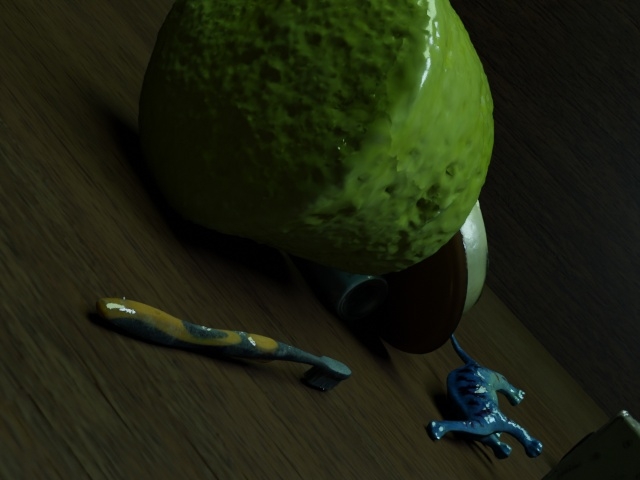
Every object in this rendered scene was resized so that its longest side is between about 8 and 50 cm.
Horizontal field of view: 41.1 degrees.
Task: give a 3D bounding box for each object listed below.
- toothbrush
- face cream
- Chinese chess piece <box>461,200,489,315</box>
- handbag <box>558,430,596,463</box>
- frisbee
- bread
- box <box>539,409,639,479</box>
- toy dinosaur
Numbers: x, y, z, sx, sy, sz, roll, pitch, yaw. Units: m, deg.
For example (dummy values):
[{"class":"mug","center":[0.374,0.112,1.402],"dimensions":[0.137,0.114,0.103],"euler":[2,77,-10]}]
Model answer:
[{"class":"toothbrush","center":[-0.058,0.084,0.668],"dimensions":[0.023,0.031,0.321],"euler":[52,11,33]},{"class":"face cream","center":[0.000,0.000,1.106],"dimensions":[0.075,0.075,0.229],"euler":[34,15,-50]},{"class":"Chinese chess piece","center":[0.120,0.001,1.165],"dimensions":[0.097,0.251,0.251],"euler":[-13,46,-25]},{"class":"handbag","center":[0.532,0.458,1.404],"dimensions":[0.285,0.113,0.257],"euler":[52,5,32]},{"class":"frisbee","center":[0.097,0.020,1.069],"dimensions":[0.021,0.251,0.251],"euler":[-10,46,-30]},{"class":"bread","center":[0.010,-0.132,0.902],"dimensions":[0.308,0.348,0.348],"euler":[37,13,-50]},{"class":"box","center":[0.401,0.367,0.990],"dimensions":[0.297,0.190,0.225],"euler":[35,13,-48]},{"class":"toy dinosaur","center":[0.209,0.220,1.109],"dimensions":[0.144,0.076,0.329],"euler":[39,21,1]}]
